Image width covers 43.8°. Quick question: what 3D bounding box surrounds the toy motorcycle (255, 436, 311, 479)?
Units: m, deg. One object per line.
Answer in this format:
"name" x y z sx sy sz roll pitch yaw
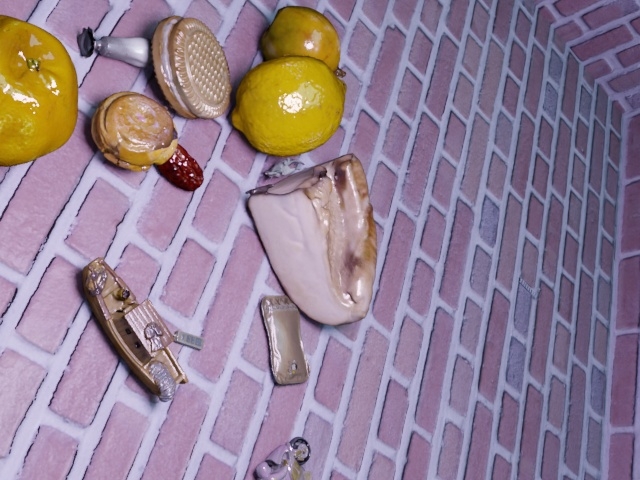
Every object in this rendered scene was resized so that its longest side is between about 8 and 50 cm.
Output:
"toy motorcycle" -0.084 0.546 1.786 0.152 0.073 0.225 23 59 -37

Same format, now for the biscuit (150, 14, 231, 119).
"biscuit" -0.298 -0.402 1.862 0.259 0.079 0.259 -9 90 -67

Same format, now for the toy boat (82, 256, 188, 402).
"toy boat" -0.371 0.177 1.596 0.089 0.121 0.321 -39 105 -40

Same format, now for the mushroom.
"mushroom" 0.022 0.003 2.017 0.314 0.224 0.397 -36 108 -60

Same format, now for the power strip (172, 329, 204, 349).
"power strip" -0.289 0.217 1.738 0.083 0.017 0.027 26 57 -39

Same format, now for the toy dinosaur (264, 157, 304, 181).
"toy dinosaur" -0.095 -0.184 2.031 0.209 0.082 0.039 -29 100 -61

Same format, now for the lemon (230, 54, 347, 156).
"lemon" -0.069 -0.333 1.972 0.311 0.253 0.253 -18 89 -17

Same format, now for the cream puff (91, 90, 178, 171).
"cream puff" -0.400 -0.230 1.706 0.189 0.129 0.189 20 54 -30

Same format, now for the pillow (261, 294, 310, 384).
"pillow" -0.086 0.238 1.922 0.130 0.033 0.217 6 71 -47

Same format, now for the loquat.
"loquat" -0.034 -0.504 2.114 0.246 0.213 0.213 35 52 -16

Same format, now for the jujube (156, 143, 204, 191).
"jujube" -0.318 -0.164 1.809 0.129 0.077 0.077 50 46 -36

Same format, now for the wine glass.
"wine glass" -0.450 -0.428 1.767 0.155 0.072 0.072 -1 76 -45

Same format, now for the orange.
"orange" -0.574 -0.276 1.462 0.279 0.235 0.278 28 55 -50
